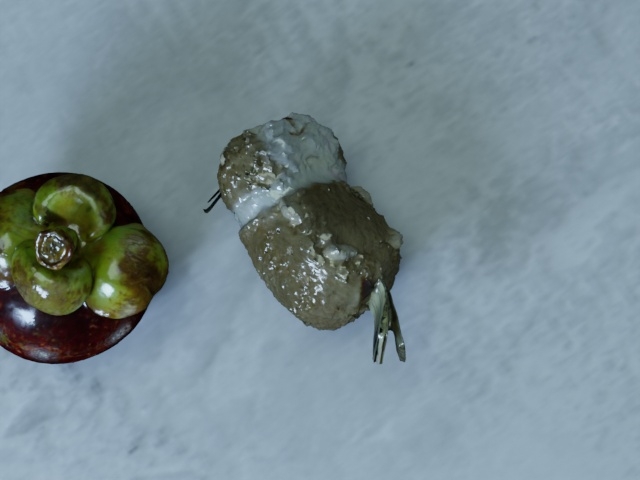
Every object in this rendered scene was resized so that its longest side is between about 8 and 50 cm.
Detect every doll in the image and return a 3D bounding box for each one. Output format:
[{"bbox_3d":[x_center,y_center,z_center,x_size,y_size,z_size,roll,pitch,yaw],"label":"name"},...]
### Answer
[{"bbox_3d":[0.005,0.002,1.476,0.221,0.105,0.115,50,126,19],"label":"doll"}]

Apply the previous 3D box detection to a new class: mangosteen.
[{"bbox_3d":[-0.196,0.005,1.482,0.156,0.181,0.146,-7,55,-8],"label":"mangosteen"}]
